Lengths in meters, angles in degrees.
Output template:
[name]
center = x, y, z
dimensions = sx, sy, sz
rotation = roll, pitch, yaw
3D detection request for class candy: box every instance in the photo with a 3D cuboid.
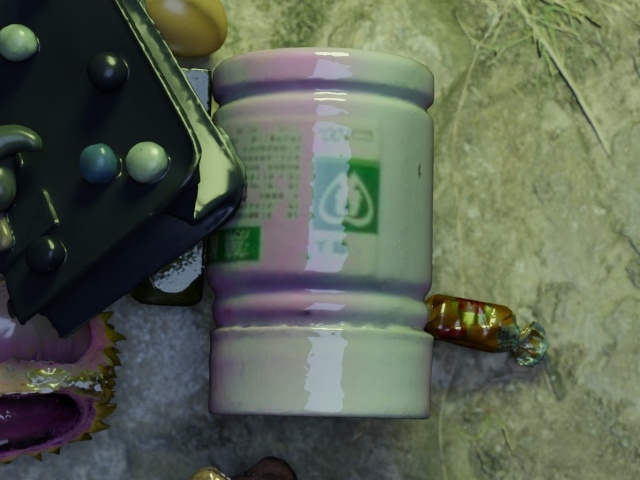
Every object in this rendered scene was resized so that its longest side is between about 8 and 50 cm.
[candy]
center = 0.136, 0.080, 1.779
dimensions = 0.182, 0.046, 0.053
rotation = 13, 84, -9

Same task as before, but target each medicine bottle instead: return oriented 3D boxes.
[medicine bottle]
center = 0.000, 0.000, 1.685
dimensions = 0.212, 0.212, 0.325
rotation = 2, 86, -8

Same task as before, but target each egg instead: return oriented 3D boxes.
[egg]
center = -0.132, -0.215, 1.752
dimensions = 0.096, 0.080, 0.080
rotation = 25, 82, -4

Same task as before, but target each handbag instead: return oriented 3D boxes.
[handbag]
center = -0.251, -0.098, 1.638
dimensions = 0.269, 0.118, 0.325
rotation = -37, 65, 12

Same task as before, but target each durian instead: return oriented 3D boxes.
[durian]
center = -0.311, 0.117, 1.674
dimensions = 0.260, 0.154, 0.186
rotation = 7, 62, -5

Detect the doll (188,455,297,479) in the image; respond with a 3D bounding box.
[doll]
center = 0.004, 0.272, 1.702
dimensions = 0.303, 0.201, 0.156
rotation = 5, 47, -14

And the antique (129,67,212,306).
[antique]
center = -0.144, -0.048, 1.730
dimensions = 0.080, 0.081, 0.221
rotation = 2, 84, -3
